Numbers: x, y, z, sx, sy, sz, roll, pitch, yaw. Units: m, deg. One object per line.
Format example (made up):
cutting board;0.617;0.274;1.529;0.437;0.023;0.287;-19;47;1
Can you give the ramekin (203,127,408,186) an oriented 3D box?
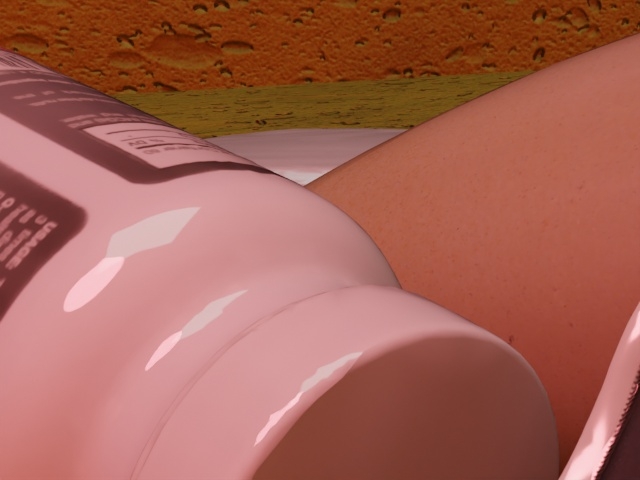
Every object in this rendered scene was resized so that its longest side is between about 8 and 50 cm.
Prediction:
ramekin;0.000;0.000;1.126;0.272;0.127;0.273;-2;12;0

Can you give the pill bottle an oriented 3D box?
pill bottle;-0.093;0.052;0.658;0.210;0.210;0.363;-13;27;-38

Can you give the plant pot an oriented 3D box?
plant pot;0.105;0.030;0.772;0.274;0.257;0.256;-9;9;23

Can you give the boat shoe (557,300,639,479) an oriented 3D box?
boat shoe;0.122;0.099;0.504;0.091;0.114;0.302;20;63;39
